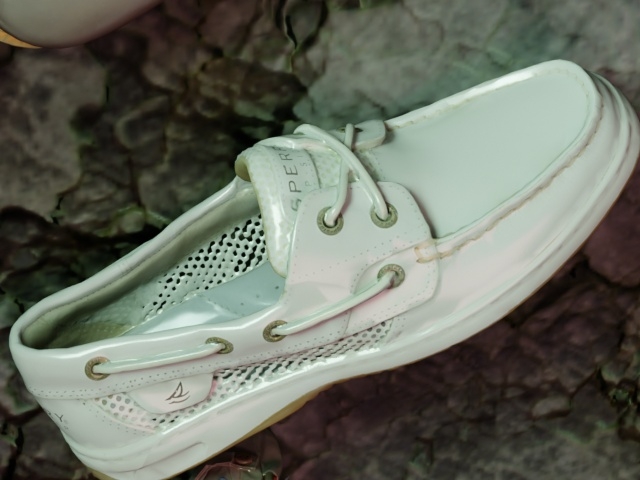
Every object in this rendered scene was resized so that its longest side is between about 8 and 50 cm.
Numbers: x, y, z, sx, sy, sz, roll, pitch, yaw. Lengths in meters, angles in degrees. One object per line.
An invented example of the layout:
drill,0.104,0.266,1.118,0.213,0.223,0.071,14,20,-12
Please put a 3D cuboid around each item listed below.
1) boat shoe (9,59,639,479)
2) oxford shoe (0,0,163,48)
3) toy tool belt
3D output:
boat shoe,0.000,0.000,0.817,0.277,0.098,0.096,-32,132,3
oxford shoe,0.008,-0.188,0.656,0.364,0.133,0.130,-45,130,13
toy tool belt,-0.038,0.130,0.929,0.052,0.051,0.083,-1,125,-23
